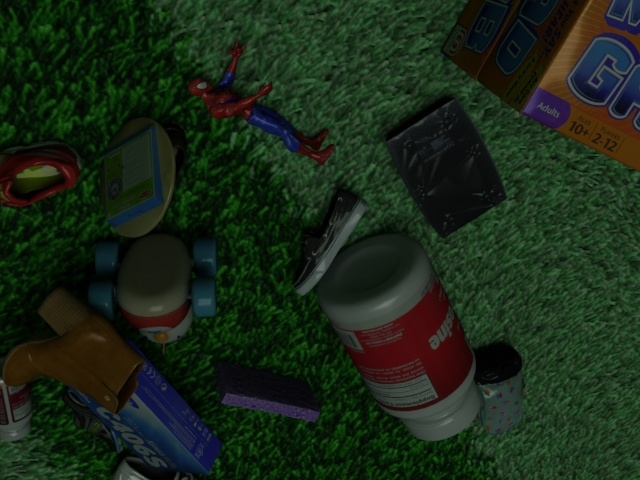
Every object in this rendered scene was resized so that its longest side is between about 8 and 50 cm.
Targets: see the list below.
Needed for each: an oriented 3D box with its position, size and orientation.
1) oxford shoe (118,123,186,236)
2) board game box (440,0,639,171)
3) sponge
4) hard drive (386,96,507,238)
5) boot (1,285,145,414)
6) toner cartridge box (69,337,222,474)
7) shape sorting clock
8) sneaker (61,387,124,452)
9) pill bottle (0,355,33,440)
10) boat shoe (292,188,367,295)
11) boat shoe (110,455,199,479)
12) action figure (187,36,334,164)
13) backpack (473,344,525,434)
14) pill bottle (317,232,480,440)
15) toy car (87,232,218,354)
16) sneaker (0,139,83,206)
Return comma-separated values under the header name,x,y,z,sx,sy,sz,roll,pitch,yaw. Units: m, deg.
name,x,y,z,sx,sy,sz,roll,pitch,yaw
oxford shoe,-0.308,-0.094,1.671,0.083,0.096,0.227,20,111,-26
board game box,0.492,-0.361,1.609,0.356,0.356,0.356,21,109,-24
sponge,-0.109,0.308,1.922,0.210,0.117,0.031,17,110,-22
hard drive,0.241,-0.143,1.824,0.172,0.054,0.255,-33,120,3
boot,-0.430,0.232,1.639,0.211,0.104,0.295,44,129,5
toner cartridge box,-0.349,0.323,1.820,0.165,0.075,0.348,-5,134,33
shape sorting clock,-0.312,-0.107,1.608,0.040,0.206,0.206,12,114,-45
sneaker,-0.450,0.354,1.889,0.078,0.067,0.188,-18,124,18
pill bottle,-0.597,0.303,1.799,0.086,0.086,0.152,-7,118,-12
boat shoe,0.000,0.000,1.822,0.076,0.080,0.228,32,108,-9
boat shoe,-0.310,0.519,1.987,0.258,0.095,0.084,18,115,-24
action figure,-0.091,-0.248,1.656,0.280,0.091,0.139,19,117,-25
backpack,0.377,0.334,2.075,0.152,0.115,0.182,-13,122,-12
pill bottle,0.173,0.205,1.884,0.229,0.229,0.408,-29,121,0
toy car,-0.295,0.130,1.742,0.219,0.210,0.238,-3,130,-3
sneaker,-0.541,-0.099,1.588,0.279,0.118,0.107,-18,119,-6
